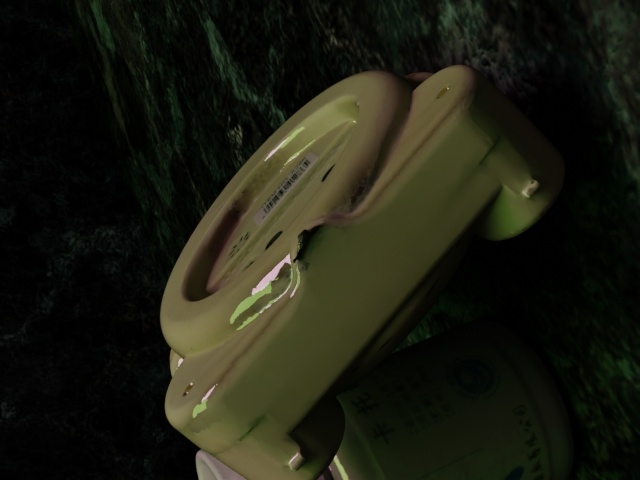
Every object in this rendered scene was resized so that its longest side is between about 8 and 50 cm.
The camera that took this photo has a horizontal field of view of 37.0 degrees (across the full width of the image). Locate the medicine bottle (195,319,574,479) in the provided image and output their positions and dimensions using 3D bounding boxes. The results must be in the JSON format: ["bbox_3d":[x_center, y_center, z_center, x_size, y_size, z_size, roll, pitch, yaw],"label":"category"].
[{"bbox_3d":[0.047,0.166,0.710,0.152,0.254,0.152,51,151,42],"label":"medicine bottle"}]

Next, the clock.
[{"bbox_3d":[0.000,0.000,0.669,0.114,0.284,0.309,39,-178,-17],"label":"clock"}]
